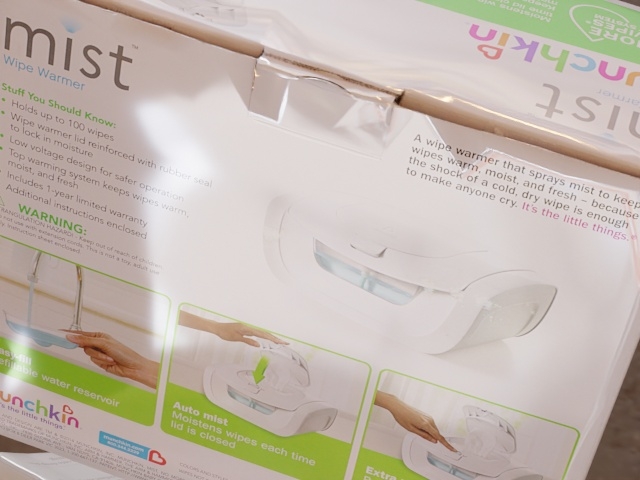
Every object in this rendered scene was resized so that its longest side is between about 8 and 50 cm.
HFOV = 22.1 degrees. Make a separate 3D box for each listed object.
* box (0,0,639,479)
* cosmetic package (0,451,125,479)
[{"bbox_3d":[0.000,0.000,0.662,0.127,0.262,0.231,-61,-14,-52],"label":"box"},{"bbox_3d":[-0.069,0.292,1.219,0.385,0.217,0.156,22,97,38],"label":"cosmetic package"}]
